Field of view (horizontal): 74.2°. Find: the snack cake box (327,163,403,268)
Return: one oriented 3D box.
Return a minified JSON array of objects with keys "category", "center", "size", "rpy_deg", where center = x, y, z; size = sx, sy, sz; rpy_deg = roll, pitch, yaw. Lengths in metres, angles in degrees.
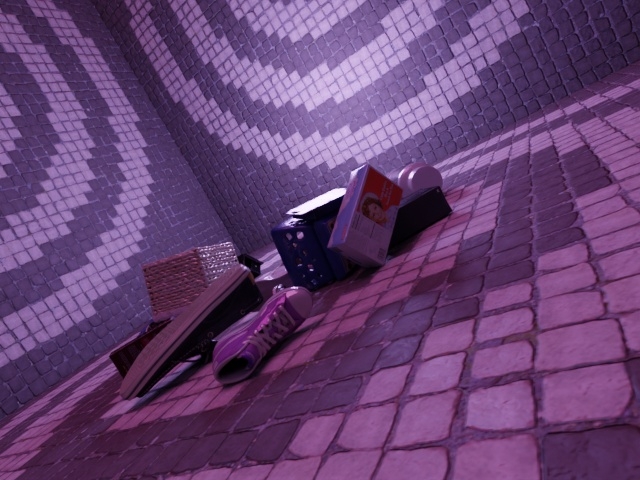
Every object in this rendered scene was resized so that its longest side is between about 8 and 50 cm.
[{"category":"snack cake box","center":[0.136,-0.069,1.244],"size":[0.089,0.152,0.264],"rpy_deg":[-17,49,57]}]

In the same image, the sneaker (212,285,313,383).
[{"category":"sneaker","center":[-0.123,0.223,0.965],"size":[0.282,0.102,0.161],"rpy_deg":[-40,11,-3]}]

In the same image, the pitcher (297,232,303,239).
[{"category":"pitcher","center":[0.000,0.000,1.968],"size":[0.207,0.125,0.178],"rpy_deg":[-19,13,-12]}]

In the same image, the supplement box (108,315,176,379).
[{"category":"supplement box","center":[-0.594,0.386,1.494],"size":[0.240,0.130,0.073],"rpy_deg":[-31,7,-19]}]

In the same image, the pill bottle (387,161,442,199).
[{"category":"pill bottle","center":[0.400,-0.241,1.815],"size":[0.177,0.176,0.318],"rpy_deg":[-30,7,-4]}]

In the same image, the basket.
[{"category":"basket","center":[-0.556,0.181,1.910],"size":[0.332,0.266,0.328],"rpy_deg":[-16,-1,18]}]

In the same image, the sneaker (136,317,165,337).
[{"category":"sneaker","center":[-0.730,0.428,1.870],"size":[0.147,0.130,0.330],"rpy_deg":[-52,14,0]}]

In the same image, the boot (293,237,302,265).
[{"category":"boot","center":[-0.051,0.027,1.851],"size":[0.305,0.112,0.115],"rpy_deg":[-31,-6,24]}]

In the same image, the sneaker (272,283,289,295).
[{"category":"sneaker","center":[-0.110,0.177,1.344],"size":[0.075,0.063,0.170],"rpy_deg":[-29,12,6]}]

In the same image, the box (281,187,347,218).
[{"category":"box","center":[0.003,-0.110,1.318],"size":[0.225,0.036,0.136],"rpy_deg":[-27,17,-28]}]

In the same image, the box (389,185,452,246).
[{"category":"box","center":[0.278,-0.075,1.425],"size":[0.261,0.103,0.184],"rpy_deg":[-30,3,-3]}]

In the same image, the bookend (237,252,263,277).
[{"category":"bookend","center":[-0.392,0.175,2.341],"size":[0.072,0.156,0.157],"rpy_deg":[-25,52,29]}]

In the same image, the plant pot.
[{"category":"plant pot","center":[0.017,0.009,1.379],"size":[0.212,0.235,0.236],"rpy_deg":[-14,15,39]}]

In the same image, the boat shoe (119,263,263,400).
[{"category":"boat shoe","center":[-0.366,0.285,1.260],"size":[0.500,0.156,0.187],"rpy_deg":[-45,18,-24]}]

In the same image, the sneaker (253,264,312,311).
[{"category":"sneaker","center":[-0.176,0.170,1.525],"size":[0.293,0.108,0.169],"rpy_deg":[-21,3,-14]}]

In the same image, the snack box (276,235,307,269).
[{"category":"snack box","center":[-0.079,0.045,1.689],"size":[0.322,0.060,0.187],"rpy_deg":[-51,-1,21]}]
